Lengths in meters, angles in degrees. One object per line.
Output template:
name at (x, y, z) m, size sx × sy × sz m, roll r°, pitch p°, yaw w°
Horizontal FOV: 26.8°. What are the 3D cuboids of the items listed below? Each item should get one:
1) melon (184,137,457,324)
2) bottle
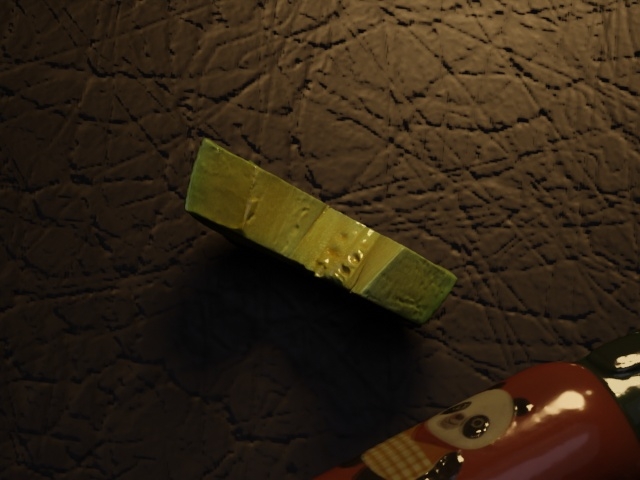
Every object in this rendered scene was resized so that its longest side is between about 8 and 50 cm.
melon at (0.000, 0.000, 1.032) m, size 0.209 × 0.118 × 0.064 m, roll 27°, pitch 86°, yaw 21°
bottle at (0.128, 0.177, 0.959) m, size 0.336 × 0.144 × 0.144 m, roll -26°, pitch 73°, yaw -12°
